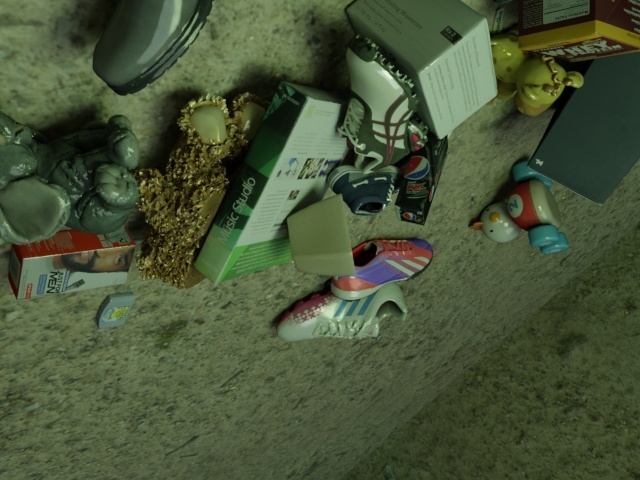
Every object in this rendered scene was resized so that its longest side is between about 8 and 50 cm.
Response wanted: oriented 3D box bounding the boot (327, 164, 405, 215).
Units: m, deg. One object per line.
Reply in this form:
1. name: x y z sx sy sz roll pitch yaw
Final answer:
1. boot: 0.100 -0.082 1.081 0.190 0.086 0.069 -6 142 -43

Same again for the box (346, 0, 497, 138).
1. box: 0.157 -0.284 0.927 0.119 0.181 0.182 -40 150 1

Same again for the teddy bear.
1. teddy bear: -0.186 -0.082 0.945 0.245 0.113 0.338 -37 155 -38

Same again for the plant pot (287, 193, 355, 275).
1. plant pot: 0.000 0.000 1.009 0.096 0.108 0.109 -10 158 3

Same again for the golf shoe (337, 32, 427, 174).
1. golf shoe: 0.082 -0.188 0.917 0.120 0.105 0.273 -39 149 0

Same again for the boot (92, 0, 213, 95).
1. boot: -0.189 -0.327 0.598 0.338 0.118 0.223 -55 144 10

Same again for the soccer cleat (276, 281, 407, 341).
1. soccer cleat: 0.059 0.191 1.500 0.331 0.143 0.116 -22 148 -12

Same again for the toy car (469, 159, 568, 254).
1. toy car: 0.509 -0.062 1.649 0.238 0.219 0.210 -19 160 29

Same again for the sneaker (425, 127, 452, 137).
1. sneaker: 0.240 -0.256 1.147 0.061 0.054 0.152 8 107 -59

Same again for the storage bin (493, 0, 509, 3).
1. storage bin: 0.213 -0.415 0.801 0.122 0.180 0.084 -47 148 17

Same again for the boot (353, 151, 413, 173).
1. boot: 0.152 -0.201 1.171 0.207 0.090 0.248 -27 148 -43

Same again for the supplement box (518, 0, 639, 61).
1. supplement box: 0.428 -0.407 0.996 0.191 0.129 0.194 -6 98 -41

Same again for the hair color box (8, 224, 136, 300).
1. hair color box: -0.380 0.032 0.941 0.167 0.053 0.093 -10 140 -40

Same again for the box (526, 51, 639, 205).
1. box: 0.616 -0.306 1.259 0.312 0.179 0.343 -48 164 -42

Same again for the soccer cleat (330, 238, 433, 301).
1. soccer cleat: 0.160 0.042 1.481 0.318 0.109 0.116 -21 127 -33

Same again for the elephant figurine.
1. elephant figurine: -0.353 -0.084 0.740 0.240 0.185 0.169 -4 -179 -29

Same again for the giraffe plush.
1. giraffe plush: 0.387 -0.309 1.143 0.181 0.170 0.210 -38 150 2

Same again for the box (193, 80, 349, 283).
1. box: -0.057 -0.090 0.988 0.322 0.058 0.232 -62 160 19

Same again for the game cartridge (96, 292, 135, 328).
1. game cartridge: -0.377 0.129 1.120 0.056 0.017 0.083 -1 135 -40

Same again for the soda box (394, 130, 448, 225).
1. soda box: 0.185 -0.115 1.113 0.060 0.053 0.168 67 40 -59

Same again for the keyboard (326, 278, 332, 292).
1. keyboard: 0.066 0.131 1.580 0.108 0.023 0.180 -23 149 -10
